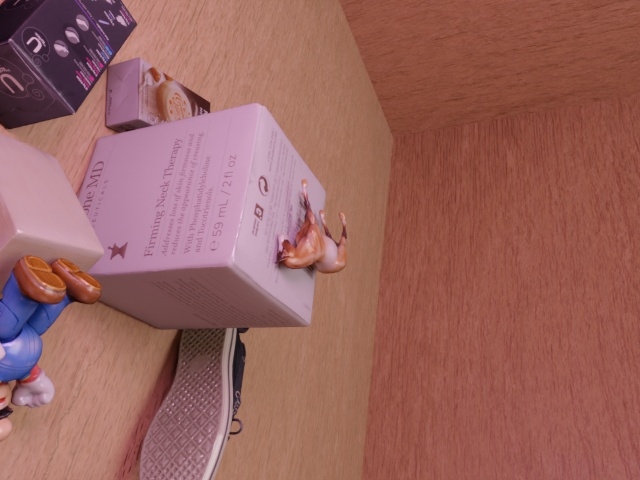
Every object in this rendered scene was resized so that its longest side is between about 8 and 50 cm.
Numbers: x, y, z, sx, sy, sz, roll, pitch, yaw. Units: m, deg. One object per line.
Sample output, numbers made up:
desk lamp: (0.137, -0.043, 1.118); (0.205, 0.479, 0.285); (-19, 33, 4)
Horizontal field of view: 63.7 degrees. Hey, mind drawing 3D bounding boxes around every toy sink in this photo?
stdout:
toy sink: (-0.474, -0.037, 0.796); (0.234, 0.131, 0.152); (53, 10, 24)

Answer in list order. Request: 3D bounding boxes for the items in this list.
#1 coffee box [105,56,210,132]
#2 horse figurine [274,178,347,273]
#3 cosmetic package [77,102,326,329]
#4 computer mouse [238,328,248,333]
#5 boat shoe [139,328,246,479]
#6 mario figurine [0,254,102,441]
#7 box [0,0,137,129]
coffee box: (-0.366, -0.295, 1.192); (0.246, 0.098, 0.141); (18, 69, -65)
horse figurine: (0.000, 0.000, 1.025); (0.263, 0.066, 0.175); (39, 44, -57)
cosmetic package: (-0.238, -0.020, 1.053); (0.327, 0.393, 0.330); (48, 41, -55)
computer mouse: (-0.235, 0.151, 1.446); (0.272, 0.072, 0.189); (-86, 156, -52)
boat shoe: (-0.259, 0.372, 1.150); (0.500, 0.186, 0.156); (-88, 164, -48)
mario figurine: (-0.428, 0.187, 0.716); (0.321, 0.170, 0.198); (-52, 133, 4)
box: (-0.466, -0.342, 0.886); (0.143, 0.165, 0.271); (59, 33, -45)
